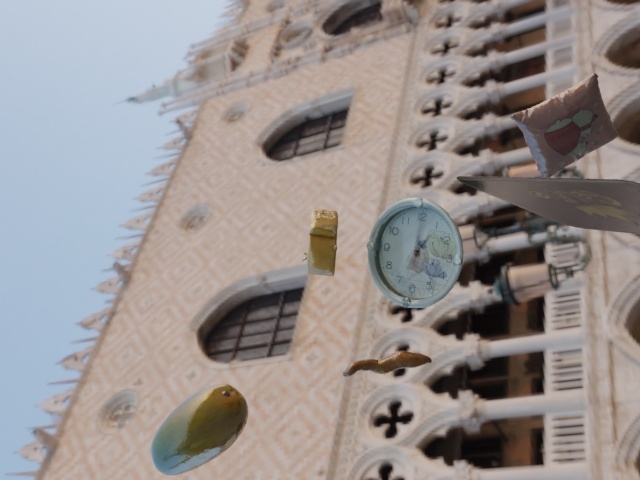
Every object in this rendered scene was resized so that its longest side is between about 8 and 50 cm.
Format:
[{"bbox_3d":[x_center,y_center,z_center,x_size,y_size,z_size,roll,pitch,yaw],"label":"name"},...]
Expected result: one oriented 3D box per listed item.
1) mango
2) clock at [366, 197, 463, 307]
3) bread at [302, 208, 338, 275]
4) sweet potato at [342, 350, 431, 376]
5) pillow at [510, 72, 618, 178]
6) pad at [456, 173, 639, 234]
[{"bbox_3d":[-0.199,0.311,1.331,0.130,0.195,0.092,10,-140,-49],"label":"mango"},{"bbox_3d":[0.208,0.027,1.766,0.053,0.236,0.236,4,-104,-53],"label":"clock"},{"bbox_3d":[0.000,0.000,1.775,0.149,0.073,0.122,-87,2,-51],"label":"bread"},{"bbox_3d":[0.131,0.244,1.625,0.044,0.179,0.044,173,90,-87],"label":"sweet potato"},{"bbox_3d":[0.621,-0.286,2.074,0.223,0.236,0.084,56,-171,-36],"label":"pillow"},{"bbox_3d":[0.322,-0.026,1.052,0.315,0.375,0.063,20,-94,-23],"label":"pad"}]
